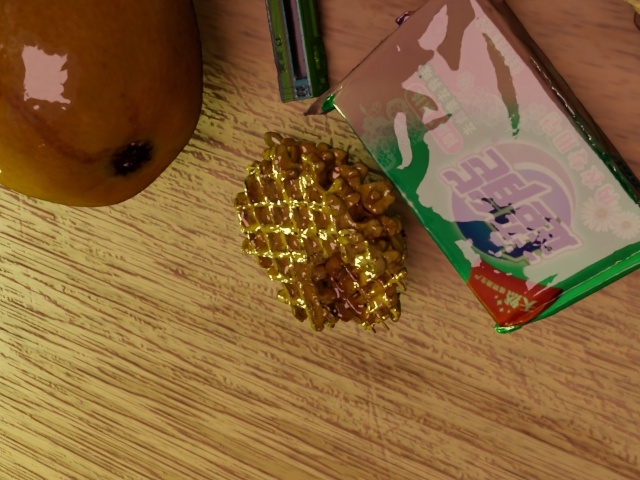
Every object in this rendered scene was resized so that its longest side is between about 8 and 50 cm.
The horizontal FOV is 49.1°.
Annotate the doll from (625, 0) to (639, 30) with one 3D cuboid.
[{"bbox_3d":[0.328,-0.167,0.496,0.303,0.156,0.201,35,74,-10],"label":"doll"}]

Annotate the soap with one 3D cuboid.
[{"bbox_3d":[0.146,-0.071,0.602,0.218,0.098,0.273,-37,87,33],"label":"soap"}]

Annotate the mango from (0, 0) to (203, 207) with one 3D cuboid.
[{"bbox_3d":[-0.249,-0.217,0.655,0.264,0.221,0.378,-23,87,29],"label":"mango"}]

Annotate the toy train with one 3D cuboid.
[{"bbox_3d":[-0.026,-0.237,0.651,0.042,0.044,0.209,-3,104,23],"label":"toy train"}]

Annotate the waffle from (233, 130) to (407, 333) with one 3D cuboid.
[{"bbox_3d":[0.000,0.000,0.654,0.197,0.070,0.193,32,139,31],"label":"waffle"}]
